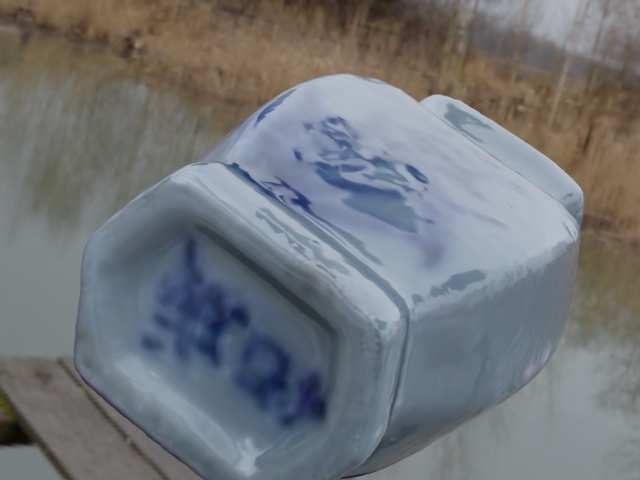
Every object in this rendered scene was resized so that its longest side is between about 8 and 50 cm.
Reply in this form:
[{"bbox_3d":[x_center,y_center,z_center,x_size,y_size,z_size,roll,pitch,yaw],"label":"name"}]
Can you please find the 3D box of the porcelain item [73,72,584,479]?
[{"bbox_3d":[0.031,0.017,0.724,0.243,0.178,0.405,37,24,14],"label":"porcelain item"}]
